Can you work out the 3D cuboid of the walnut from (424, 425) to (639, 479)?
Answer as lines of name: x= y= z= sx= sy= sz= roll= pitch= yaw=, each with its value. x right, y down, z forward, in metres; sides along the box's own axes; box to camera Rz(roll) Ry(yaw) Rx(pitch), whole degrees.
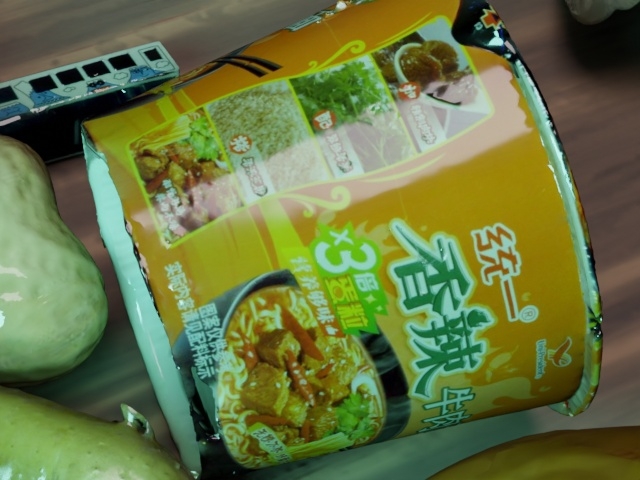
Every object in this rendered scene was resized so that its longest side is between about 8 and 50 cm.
walnut: x=0.137 y=0.234 z=0.573 sx=0.397 sy=0.308 sz=0.354 roll=12 pitch=49 yaw=7

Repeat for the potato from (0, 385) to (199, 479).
potato: x=-0.133 y=0.108 z=0.799 sx=0.188 sy=0.105 sz=0.085 roll=22 pitch=46 yaw=18

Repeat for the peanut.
peanut: x=-0.189 y=-0.025 z=0.897 sx=0.104 sy=0.085 sz=0.228 roll=-35 pitch=80 yaw=-22

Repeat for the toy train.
toy train: x=-0.174 y=-0.057 z=0.988 sx=0.207 sy=0.043 sz=0.047 roll=-19 pitch=50 yaw=-23

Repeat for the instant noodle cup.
instant noodle cup: x=0.000 y=0.000 z=0.850 sx=0.182 sy=0.230 sz=0.230 roll=-18 pitch=51 yaw=-10

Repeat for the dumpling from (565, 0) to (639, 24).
dumpling: x=0.274 y=-0.200 z=1.110 sx=0.243 sy=0.175 sz=0.227 roll=8 pitch=8 yaw=-3
